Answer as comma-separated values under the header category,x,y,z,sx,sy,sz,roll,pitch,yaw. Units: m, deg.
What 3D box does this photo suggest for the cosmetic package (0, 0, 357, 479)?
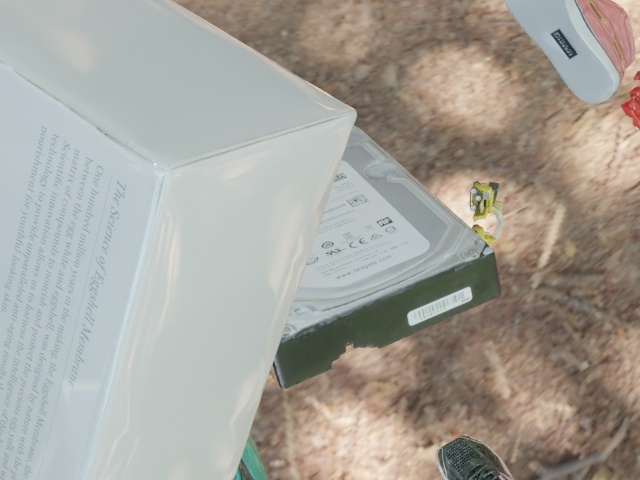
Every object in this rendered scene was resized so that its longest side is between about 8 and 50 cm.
category,x,y,z,sx,sy,sz,roll,pitch,yaw
cosmetic package,-0.133,-0.005,0.668,0.225,0.138,0.224,35,123,25

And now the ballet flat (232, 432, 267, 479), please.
category,x,y,z,sx,sy,sz,roll,pitch,yaw
ballet flat,-0.064,0.252,1.253,0.083,0.087,0.247,-36,48,13

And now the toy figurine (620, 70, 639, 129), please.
category,x,y,z,sx,sy,sz,roll,pitch,yaw
toy figurine,0.516,-0.150,1.418,0.363,0.191,0.217,-31,100,18

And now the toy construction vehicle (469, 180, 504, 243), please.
category,x,y,z,sx,sy,sz,roll,pitch,yaw
toy construction vehicle,0.207,-0.032,1.740,0.035,0.086,0.098,6,111,14

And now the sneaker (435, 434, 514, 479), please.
category,x,y,z,sx,sy,sz,roll,pitch,yaw
sneaker,0.214,0.300,1.645,0.178,0.077,0.072,45,79,2

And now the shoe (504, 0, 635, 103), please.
category,x,y,z,sx,sy,sz,roll,pitch,yaw
shoe,0.238,-0.221,1.341,0.063,0.081,0.178,-25,107,42

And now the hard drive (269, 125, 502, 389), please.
category,x,y,z,sx,sy,sz,roll,pitch,yaw
hard drive,0.000,0.000,1.413,0.339,0.237,0.064,-131,23,-56
